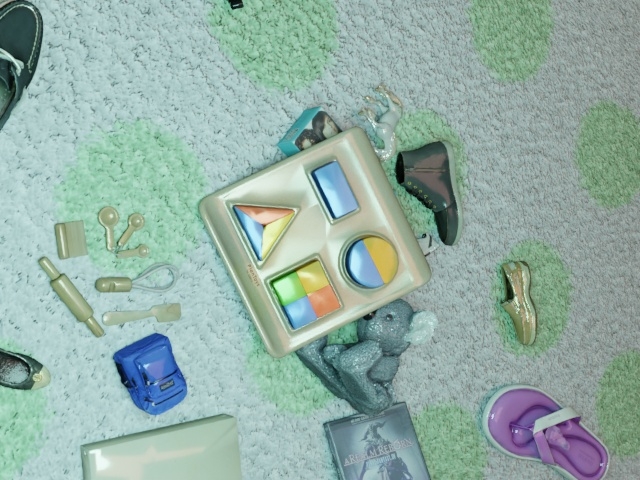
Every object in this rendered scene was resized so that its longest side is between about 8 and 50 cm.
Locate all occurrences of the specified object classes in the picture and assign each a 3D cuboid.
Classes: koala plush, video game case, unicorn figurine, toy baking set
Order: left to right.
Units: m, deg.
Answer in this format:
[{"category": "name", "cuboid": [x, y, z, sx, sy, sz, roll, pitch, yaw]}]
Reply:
[{"category": "toy baking set", "cuboid": [-0.341, 0.061, 1.463, 0.197, 0.030, 0.256, -37, 109, -27]}, {"category": "koala plush", "cuboid": [0.104, 0.198, 1.666, 0.221, 0.196, 0.203, -50, 126, -23]}, {"category": "unicorn figurine", "cuboid": [0.125, -0.233, 1.743, 0.111, 0.060, 0.162, 42, 69, -25]}, {"category": "video game case", "cuboid": [0.128, 0.468, 1.707, 0.196, 0.026, 0.274, -8, 73, -32]}]

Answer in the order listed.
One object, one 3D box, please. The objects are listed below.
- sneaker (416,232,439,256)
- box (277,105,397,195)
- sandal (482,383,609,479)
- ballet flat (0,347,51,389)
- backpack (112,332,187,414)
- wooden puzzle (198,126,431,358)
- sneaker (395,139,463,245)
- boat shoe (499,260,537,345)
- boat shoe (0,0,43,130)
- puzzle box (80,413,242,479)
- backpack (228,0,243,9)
[{"category": "sneaker", "cuboid": [0.197, 0.024, 1.807, 0.109, 0.040, 0.044, -37, 93, -31]}, {"category": "box", "cuboid": [0.036, -0.136, 1.686, 0.244, 0.060, 0.100, 46, 67, -24]}, {"category": "sandal", "cuboid": [0.538, 0.441, 1.979, 0.416, 0.102, 0.169, 28, 75, -29]}, {"category": "ballet flat", "cuboid": [-0.498, 0.194, 1.351, 0.173, 0.049, 0.057, 28, 76, -29]}, {"category": "backpack", "cuboid": [-0.280, 0.232, 1.462, 0.098, 0.101, 0.120, -23, 106, -24]}, {"category": "wooden puzzle", "cuboid": [0.000, 0.000, 1.572, 0.348, 0.080, 0.322, -27, 93, -12]}, {"category": "sneaker", "cuboid": [0.220, -0.089, 1.805, 0.118, 0.083, 0.222, -13, 100, -16]}, {"category": "boat shoe", "cuboid": [0.431, 0.142, 1.943, 0.072, 0.068, 0.190, -5, 83, -20]}, {"category": "boat shoe", "cuboid": [-0.498, -0.239, 1.328, 0.114, 0.091, 0.302, 25, 77, -30]}, {"category": "puzzle box", "cuboid": [-0.258, 0.526, 1.502, 0.272, 0.052, 0.409, -6, 93, -33]}, {"category": "backpack", "cuboid": [-0.153, -0.588, 1.492, 0.263, 0.213, 0.276, 31, 76, -17]}]
